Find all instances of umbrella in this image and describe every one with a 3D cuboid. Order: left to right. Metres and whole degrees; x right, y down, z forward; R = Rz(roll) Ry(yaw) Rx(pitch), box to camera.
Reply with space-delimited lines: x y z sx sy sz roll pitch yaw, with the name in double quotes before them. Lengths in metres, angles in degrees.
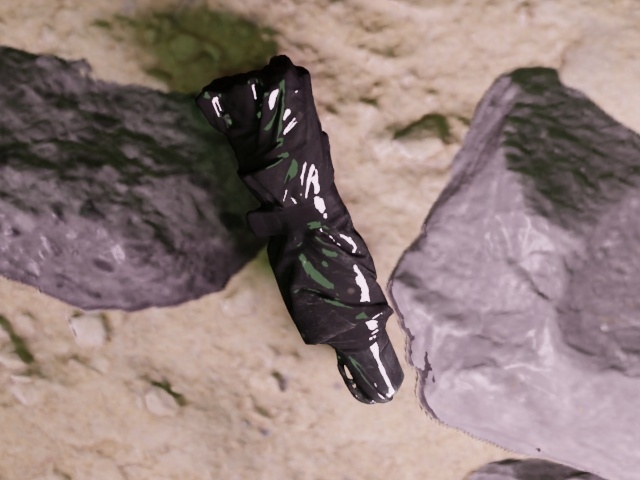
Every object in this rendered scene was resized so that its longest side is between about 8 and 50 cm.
"umbrella" 0.000 0.000 1.135 0.066 0.059 0.235 -8 117 33
